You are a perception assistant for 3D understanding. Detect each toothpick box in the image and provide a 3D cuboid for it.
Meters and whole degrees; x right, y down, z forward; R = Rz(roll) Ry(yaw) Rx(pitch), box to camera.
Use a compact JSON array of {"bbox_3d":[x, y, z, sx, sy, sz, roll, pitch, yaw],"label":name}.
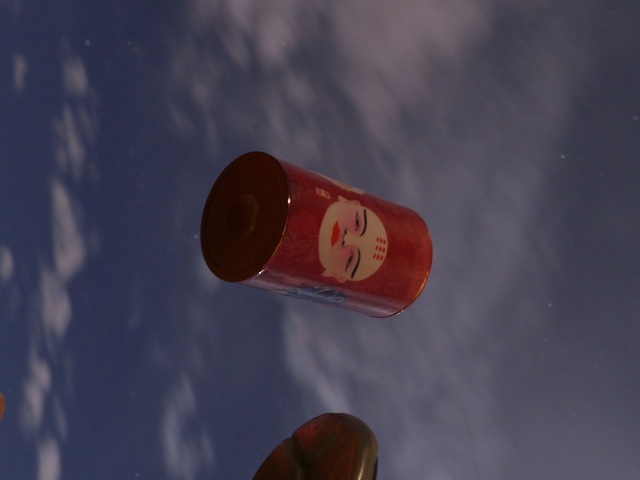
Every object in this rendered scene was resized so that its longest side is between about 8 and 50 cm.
[{"bbox_3d":[0.000,0.000,1.422,0.204,0.333,0.204,-16,-113,43],"label":"toothpick box"}]

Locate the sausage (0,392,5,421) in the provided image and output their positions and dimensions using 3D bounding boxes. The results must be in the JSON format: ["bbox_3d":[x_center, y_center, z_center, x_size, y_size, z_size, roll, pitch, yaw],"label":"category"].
[{"bbox_3d":[-0.683,0.349,1.265,0.123,0.500,0.136,56,-19,24],"label":"sausage"}]

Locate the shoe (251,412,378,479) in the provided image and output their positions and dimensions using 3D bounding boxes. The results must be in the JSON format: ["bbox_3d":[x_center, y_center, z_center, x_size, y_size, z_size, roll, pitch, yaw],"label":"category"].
[{"bbox_3d":[-0.012,0.279,0.697,0.114,0.137,0.291,32,-82,51],"label":"shoe"}]
